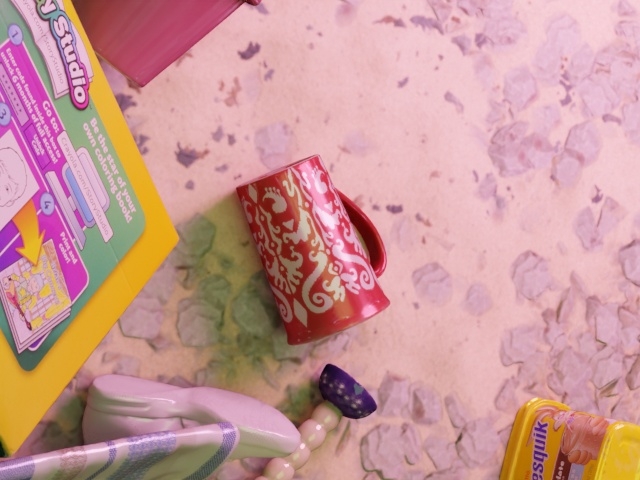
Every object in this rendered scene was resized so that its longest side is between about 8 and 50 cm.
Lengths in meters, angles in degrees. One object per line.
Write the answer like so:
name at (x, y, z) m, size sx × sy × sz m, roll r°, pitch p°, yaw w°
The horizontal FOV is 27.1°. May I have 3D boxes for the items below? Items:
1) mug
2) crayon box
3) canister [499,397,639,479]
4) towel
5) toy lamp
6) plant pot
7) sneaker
mug at (-0.009, 0.004, 1.360) m, size 0.113 × 0.150 × 0.169 m, roll -21°, pitch 96°, yaw 15°
crayon box at (-0.286, -0.060, 1.092) m, size 0.313 × 0.106 × 0.363 m, roll -59°, pitch 136°, yaw -50°
canister at (0.276, 0.243, 1.435) m, size 0.073 × 0.170 × 0.126 m, roll 19°, pitch 83°, yaw -23°
towel at (-0.223, 0.235, 1.167) m, size 0.285 × 0.209 × 0.034 m, roll -3°, pitch 56°, yaw -46°
toy lamp at (-0.053, 0.250, 1.343) m, size 0.274 × 0.080 × 0.080 m, roll -47°, pitch 108°, yaw -15°
plant pot at (-0.161, -0.252, 1.238) m, size 0.201 × 0.201 × 0.180 m, roll 39°, pitch 93°, yaw -19°
sneaker at (-0.129, 0.196, 1.308) m, size 0.212 × 0.080 × 0.094 m, roll 12°, pitch 103°, yaw -4°
